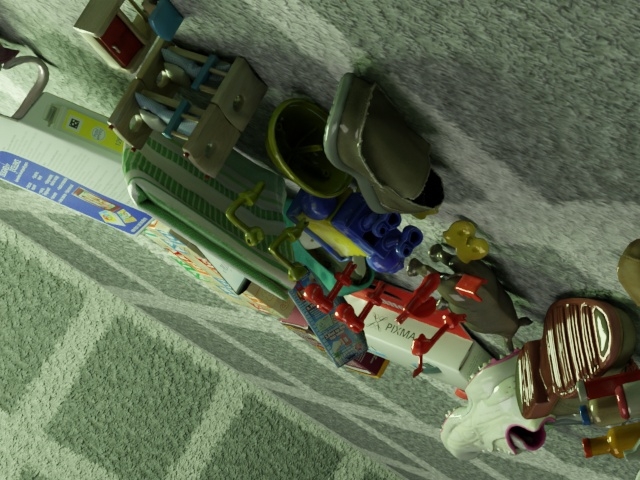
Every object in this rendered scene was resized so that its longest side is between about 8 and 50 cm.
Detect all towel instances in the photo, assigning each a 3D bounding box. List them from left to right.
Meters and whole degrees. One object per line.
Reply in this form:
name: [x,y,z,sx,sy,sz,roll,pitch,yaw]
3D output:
towel: [-0.136,-0.066,1.712,0.247,0.038,0.325,32,-161,-18]

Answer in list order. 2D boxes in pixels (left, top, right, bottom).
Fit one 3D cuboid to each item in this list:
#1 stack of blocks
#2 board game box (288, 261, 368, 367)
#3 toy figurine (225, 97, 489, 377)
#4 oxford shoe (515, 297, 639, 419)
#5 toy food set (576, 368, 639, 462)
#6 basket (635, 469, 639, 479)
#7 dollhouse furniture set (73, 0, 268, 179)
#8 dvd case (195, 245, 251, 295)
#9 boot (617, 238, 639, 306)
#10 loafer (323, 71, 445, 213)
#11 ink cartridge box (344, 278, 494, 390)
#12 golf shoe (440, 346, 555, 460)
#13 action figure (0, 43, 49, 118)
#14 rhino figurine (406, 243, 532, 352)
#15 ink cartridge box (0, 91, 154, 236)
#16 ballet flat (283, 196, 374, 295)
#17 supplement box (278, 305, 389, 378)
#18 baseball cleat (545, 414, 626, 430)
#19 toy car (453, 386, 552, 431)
stack of blocks: [-0.180,0.014,2.341,0.297,0.087,0.171,39,164,-37]
board game box: [-0.010,0.071,2.127,0.194,0.060,0.194,56,-173,-20]
toy figurine: [0.004,-0.014,1.662,0.362,0.191,0.217,38,169,-28]
oxford shoe: [0.349,0.147,1.759,0.130,0.123,0.348,-1,164,-8]
toy food set: [0.350,0.209,1.589,0.104,0.111,0.232,-13,175,9]
basket: [0.518,0.356,1.637,0.266,0.331,0.328,26,167,4]
dollhouse furniture set: [-0.176,-0.177,1.519,0.129,0.129,0.184,21,164,32]
dvd case: [-0.177,-0.045,1.996,0.253,0.022,0.180,49,156,6]
boot: [0.451,0.088,1.322,0.236,0.089,0.269,42,165,-33]
loafer: [0.074,-0.096,1.426,0.087,0.094,0.251,11,165,22]
ink cartridge box: [0.122,0.141,2.238,0.296,0.066,0.261,19,165,37]
golf shoe: [0.274,0.291,2.143,0.140,0.115,0.306,54,155,22]
action figure: [-0.579,-0.250,1.841,0.275,0.248,0.370,25,169,16]
rhino figurine: [0.210,0.084,1.820,0.106,0.073,0.243,23,167,37]
ink cartridge box: [-0.353,-0.116,1.930,0.307,0.072,0.303,25,162,-14]
ballet flat: [0.000,0.000,1.972,0.087,0.083,0.247,-11,144,33]
supplement box: [0.033,0.162,2.466,0.188,0.081,0.104,36,166,-29]
baseball cleat: [0.402,0.264,2.098,0.109,0.072,0.206,25,171,-10]
toy car: [0.336,0.288,2.364,0.239,0.053,0.225,35,166,-25]
